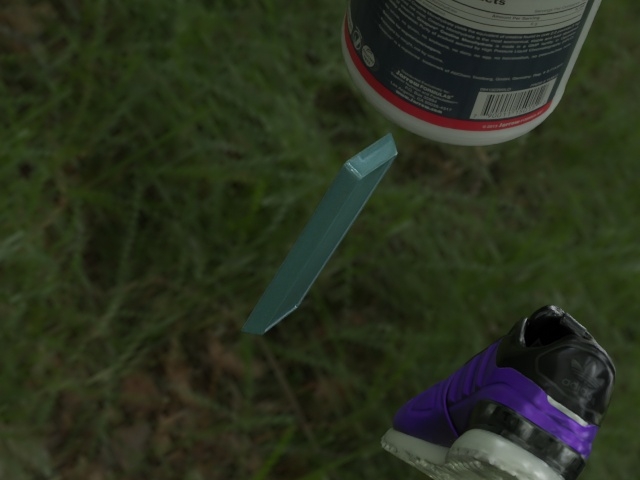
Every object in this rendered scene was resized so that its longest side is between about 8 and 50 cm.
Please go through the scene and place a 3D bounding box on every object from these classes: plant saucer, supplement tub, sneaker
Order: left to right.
[{"bbox_3d":[0.000,0.000,1.440,0.018,0.192,0.067,42,40,11],"label":"plant saucer"},{"bbox_3d":[0.130,-0.222,1.478,0.191,0.272,0.191,6,52,-8],"label":"supplement tub"},{"bbox_3d":[0.142,0.119,1.390,0.102,0.293,0.146,34,79,-9],"label":"sneaker"}]
